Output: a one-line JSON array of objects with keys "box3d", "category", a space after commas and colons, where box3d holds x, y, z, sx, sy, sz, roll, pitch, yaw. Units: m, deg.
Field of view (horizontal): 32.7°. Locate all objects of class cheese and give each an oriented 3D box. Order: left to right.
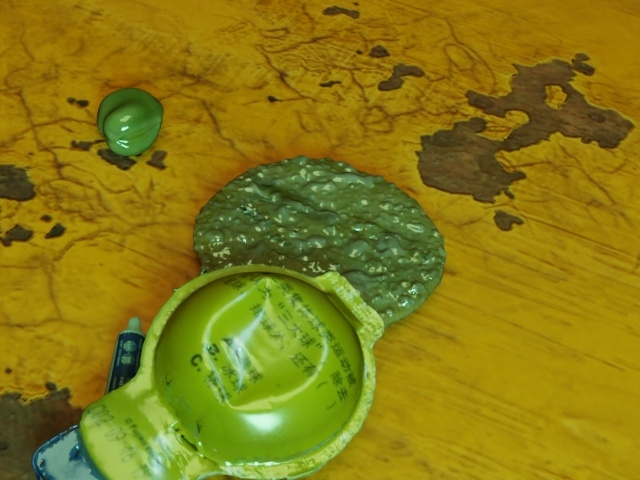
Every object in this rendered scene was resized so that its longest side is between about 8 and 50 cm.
[{"box3d": [-0.072, 0.108, 0.778, 0.270, 0.069, 0.177, -33, 67, -26], "category": "cheese"}]

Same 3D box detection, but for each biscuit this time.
[{"box3d": [0.000, 0.001, 0.931, 0.219, 0.033, 0.220, 5, 44, -5], "category": "biscuit"}]

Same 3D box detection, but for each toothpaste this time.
[{"box3d": [-0.145, 0.113, 0.803, 0.037, 0.021, 0.140, 7, 48, -7], "category": "toothpaste"}]

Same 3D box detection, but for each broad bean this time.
[{"box3d": [-0.177, -0.114, 1.015, 0.063, 0.045, 0.083, -9, 38, -1], "category": "broad bean"}]
